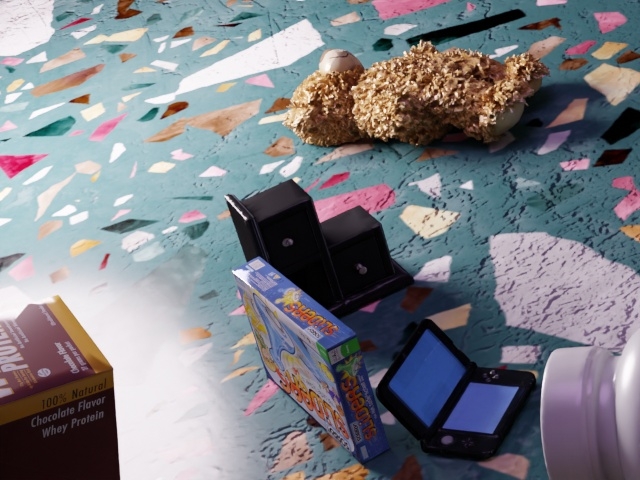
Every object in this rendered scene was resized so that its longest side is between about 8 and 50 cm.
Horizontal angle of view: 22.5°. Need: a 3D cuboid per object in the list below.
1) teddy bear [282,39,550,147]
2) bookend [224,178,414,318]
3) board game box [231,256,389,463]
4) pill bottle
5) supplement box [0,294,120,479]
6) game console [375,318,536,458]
[{"bbox_3d":[0.119,-0.192,2.016,0.338,0.113,0.245,10,37,38],"label":"teddy bear"},{"bbox_3d":[0.000,0.000,1.710,0.157,0.156,0.072,-24,30,-13],"label":"bookend"},{"bbox_3d":[-0.011,0.112,1.549,0.035,0.136,0.201,-27,30,-18],"label":"board game box"},{"bbox_3d":[0.337,0.142,1.283,0.302,0.169,0.169,-4,32,22],"label":"pill bottle"},{"bbox_3d":[-0.295,0.185,1.464,0.191,0.194,0.129,-17,38,-25],"label":"supplement box"},{"bbox_3d":[0.128,0.136,1.500,0.107,0.071,0.122,3,36,32],"label":"game console"}]
